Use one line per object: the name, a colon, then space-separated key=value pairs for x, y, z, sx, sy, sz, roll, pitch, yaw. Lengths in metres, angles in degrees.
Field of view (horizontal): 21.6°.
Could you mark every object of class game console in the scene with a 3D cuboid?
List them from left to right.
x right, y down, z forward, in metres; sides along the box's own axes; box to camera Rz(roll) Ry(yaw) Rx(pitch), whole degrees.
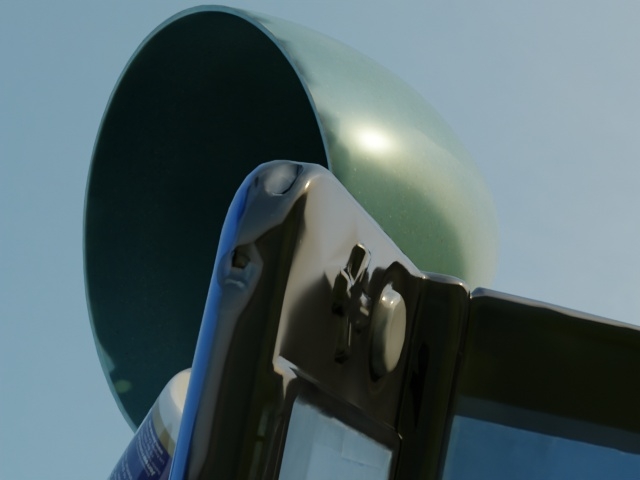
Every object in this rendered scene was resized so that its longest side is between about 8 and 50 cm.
game console: x=0.059 y=0.151 z=0.508 sx=0.173 sy=0.293 sz=0.250 roll=7 pitch=-12 yaw=16

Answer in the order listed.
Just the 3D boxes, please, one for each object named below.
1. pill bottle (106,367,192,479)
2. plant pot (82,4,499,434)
pill bottle: x=-0.080 y=0.160 z=0.916 sx=0.094 sy=0.094 sz=0.169 roll=11 pitch=-59 yaw=-40
plant pot: x=0.000 y=0.000 z=1.089 sx=0.195 sy=0.290 sz=0.290 roll=0 pitch=-47 yaw=-37
